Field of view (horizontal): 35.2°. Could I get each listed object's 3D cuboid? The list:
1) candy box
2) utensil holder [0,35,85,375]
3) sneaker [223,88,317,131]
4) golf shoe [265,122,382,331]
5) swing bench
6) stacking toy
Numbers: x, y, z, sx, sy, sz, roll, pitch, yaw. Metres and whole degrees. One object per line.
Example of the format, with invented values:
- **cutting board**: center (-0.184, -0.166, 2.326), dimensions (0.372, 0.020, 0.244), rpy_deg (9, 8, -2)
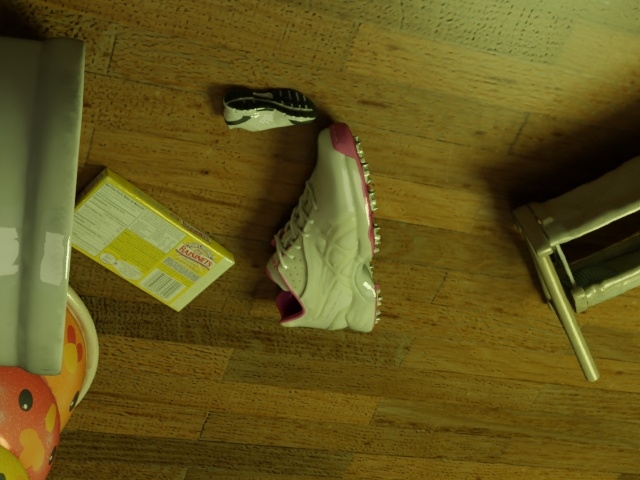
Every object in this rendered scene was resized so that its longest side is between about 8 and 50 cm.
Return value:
- **candy box**: center (-0.212, 0.003, 1.217), dimensions (0.105, 0.027, 0.206), rpy_deg (-41, 126, 16)
- **utensil holder**: center (-0.424, -0.048, 0.937), dimensions (0.385, 0.328, 0.328), rpy_deg (5, 127, -14)
- **sneaker**: center (-0.058, -0.144, 1.135), dimensions (0.109, 0.040, 0.044), rpy_deg (4, 144, -12)
- **golf shoe**: center (0.000, 0.000, 1.215), dimensions (0.140, 0.115, 0.306), rpy_deg (-7, 128, -4)
- **swing bench**: center (0.397, 0.000, 1.280), dimensions (0.253, 0.165, 0.255), rpy_deg (-24, 124, 7)
- **stacking toy**: center (-0.413, 0.261, 1.081), dimensions (0.350, 0.480, 0.351), rpy_deg (-7, 130, -8)
